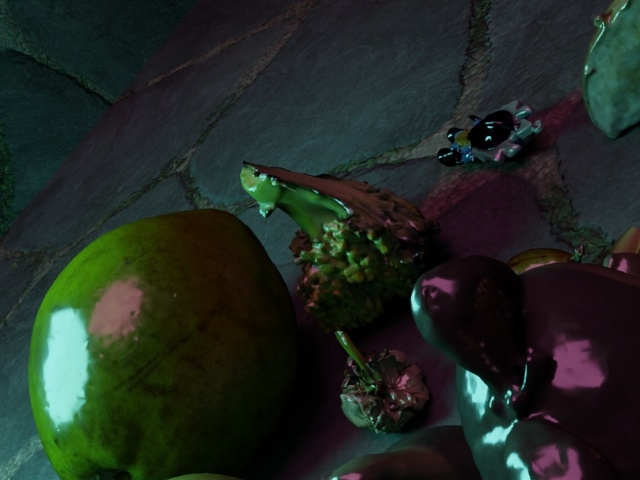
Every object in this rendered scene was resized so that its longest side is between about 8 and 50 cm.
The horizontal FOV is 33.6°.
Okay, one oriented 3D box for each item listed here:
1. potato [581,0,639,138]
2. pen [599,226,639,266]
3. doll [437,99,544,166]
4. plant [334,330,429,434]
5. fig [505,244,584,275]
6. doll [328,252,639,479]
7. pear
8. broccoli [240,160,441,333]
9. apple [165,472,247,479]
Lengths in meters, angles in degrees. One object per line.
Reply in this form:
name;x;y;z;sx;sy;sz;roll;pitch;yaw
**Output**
potato;0.420;-0.288;1.286;0.264;0.211;0.189;-27;32;35
pen;0.284;0.078;1.113;0.040;0.032;0.233;10;58;52
doll;0.237;-0.143;1.461;0.195;0.070;0.096;-8;57;59
plant;0.062;0.154;1.205;0.104;0.122;0.116;-35;18;-11
fig;0.251;0.038;1.131;0.125;0.089;0.089;-39;21;46
doll;0.169;0.177;0.816;0.378;0.382;0.252;-46;54;20
pear;-0.201;0.144;1.348;0.352;0.352;0.413;-21;43;36
broccoli;0.006;0.015;1.377;0.242;0.273;0.180;-126;51;-64
apple;-0.102;0.358;0.972;0.292;0.292;0.254;-45;22;-6
